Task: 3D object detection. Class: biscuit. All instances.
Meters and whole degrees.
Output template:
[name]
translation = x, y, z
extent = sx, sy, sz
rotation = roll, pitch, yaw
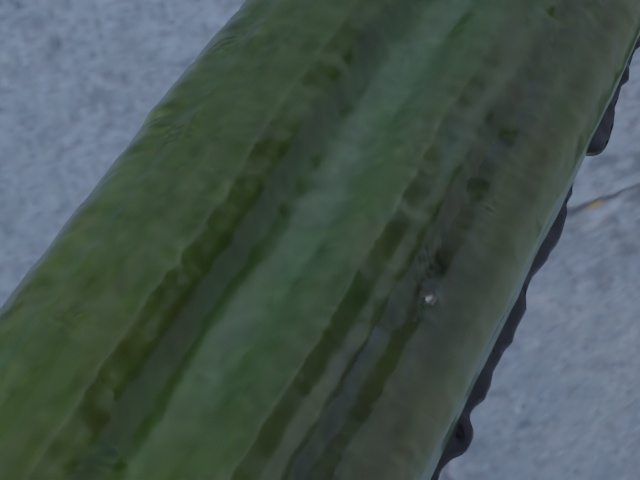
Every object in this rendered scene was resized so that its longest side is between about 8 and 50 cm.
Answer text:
[biscuit]
translation = 0.000, 0.000, 0.435
extent = 0.099, 0.322, 0.038
rotation = 26, 138, 8
